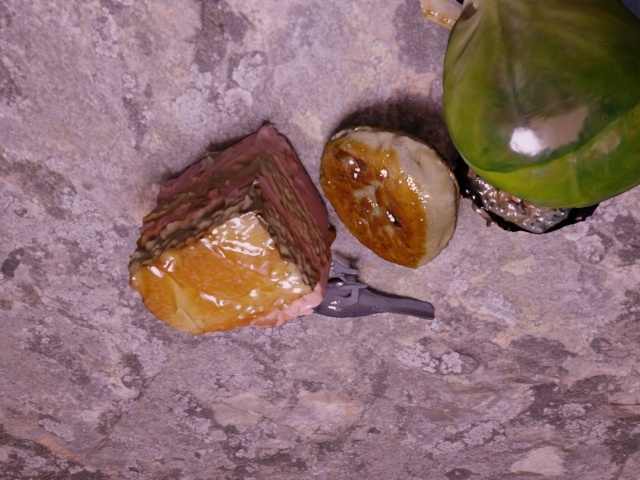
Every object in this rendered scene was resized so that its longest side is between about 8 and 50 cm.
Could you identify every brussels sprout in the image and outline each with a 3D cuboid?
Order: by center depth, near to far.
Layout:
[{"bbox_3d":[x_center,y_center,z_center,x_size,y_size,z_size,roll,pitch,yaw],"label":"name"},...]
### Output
[{"bbox_3d":[0.317,-0.214,0.938,0.289,0.281,0.355,-22,86,30],"label":"brussels sprout"}]

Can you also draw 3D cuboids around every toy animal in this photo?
[{"bbox_3d":[0.066,0.122,1.486,0.366,0.081,0.206,-4,145,9],"label":"toy animal"}]

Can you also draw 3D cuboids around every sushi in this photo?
[{"bbox_3d":[0.356,-0.128,1.195,0.238,0.218,0.225,-31,99,-8],"label":"sushi"}]

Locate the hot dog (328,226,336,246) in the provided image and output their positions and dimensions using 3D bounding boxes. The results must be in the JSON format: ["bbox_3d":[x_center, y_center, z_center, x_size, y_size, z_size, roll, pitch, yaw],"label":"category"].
[{"bbox_3d":[0.000,0.000,1.434,0.058,0.035,0.083,22,120,-12],"label":"hot dog"}]

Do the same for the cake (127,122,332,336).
[{"bbox_3d":[-0.159,0.001,1.283,0.314,0.307,0.293,-21,124,19],"label":"cake"}]

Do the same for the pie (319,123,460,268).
[{"bbox_3d":[0.119,-0.084,1.259,0.315,0.092,0.315,30,146,23],"label":"pie"}]

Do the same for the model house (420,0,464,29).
[{"bbox_3d":[0.275,-0.393,1.054,0.219,0.136,0.207,26,123,-14],"label":"model house"}]

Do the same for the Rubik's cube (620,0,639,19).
[{"bbox_3d":[0.529,-0.282,1.061,0.228,0.229,0.233,6,135,9],"label":"Rubik's cube"}]
